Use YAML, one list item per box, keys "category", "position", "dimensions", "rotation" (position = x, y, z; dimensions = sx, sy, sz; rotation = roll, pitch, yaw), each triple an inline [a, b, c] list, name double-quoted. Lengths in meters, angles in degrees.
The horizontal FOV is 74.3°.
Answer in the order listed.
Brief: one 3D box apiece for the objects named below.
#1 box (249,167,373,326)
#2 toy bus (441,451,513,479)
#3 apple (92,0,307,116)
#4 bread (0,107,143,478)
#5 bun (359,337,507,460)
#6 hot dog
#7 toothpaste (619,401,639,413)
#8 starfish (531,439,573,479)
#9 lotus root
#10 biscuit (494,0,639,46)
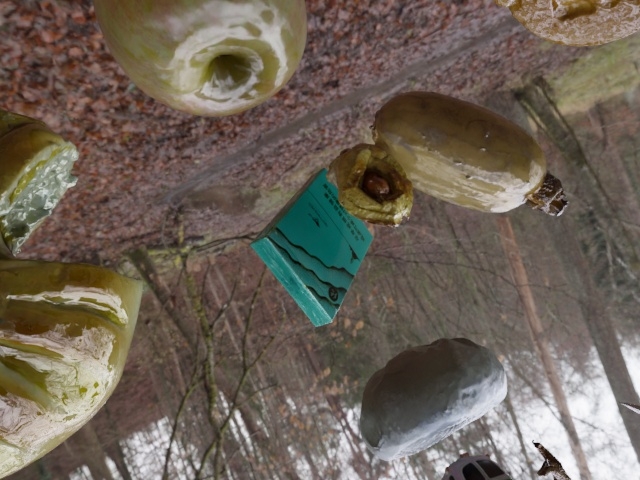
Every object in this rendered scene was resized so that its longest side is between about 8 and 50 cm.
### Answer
- category: "box"
  position: [0.000, 0.000, 0.671]
  dimensions: [0.042, 0.160, 0.226]
  rotation: [-25, -160, 36]
- category: "toy bus"
  position: [0.317, 0.619, 0.901]
  dimensions: [0.143, 0.305, 0.179]
  rotation: [-3, -150, -24]
- category: "apple"
  position: [-0.153, -0.300, 0.546]
  dimensions: [0.257, 0.233, 0.256]
  rotation: [-21, 162, -7]
- category: "bread"
  position: [-0.311, 0.039, 0.345]
  dimensions: [0.333, 0.332, 0.160]
  rotation: [-23, 180, -35]
- category: "bun"
  position: [0.233, 0.345, 0.950]
  dimensions: [0.355, 0.194, 0.354]
  rotation: [-21, 147, -15]
- category: "hot dog"
  position: [0.048, -0.073, 0.457]
  dimensions: [0.078, 0.061, 0.169]
  rotation: [-7, -151, -14]
- category: "toothpaste"
  position: [0.930, 0.483, 1.160]
  dimensions: [0.195, 0.042, 0.067]
  rotation: [20, 175, -3]
- category: "starfish"
  position: [0.776, 0.797, 1.315]
  dimensions: [0.113, 0.303, 0.312]
  rotation: [-30, -170, 1]
- category: "lotus root"
  position: [0.248, -0.141, 0.710]
  dimensions: [0.169, 0.343, 0.151]
  rotation: [95, 21, -60]
- category: "biscuit"
  position: [0.255, -0.225, 0.326]
  dimensions: [0.249, 0.184, 0.035]
  rotation: [10, -112, 52]
